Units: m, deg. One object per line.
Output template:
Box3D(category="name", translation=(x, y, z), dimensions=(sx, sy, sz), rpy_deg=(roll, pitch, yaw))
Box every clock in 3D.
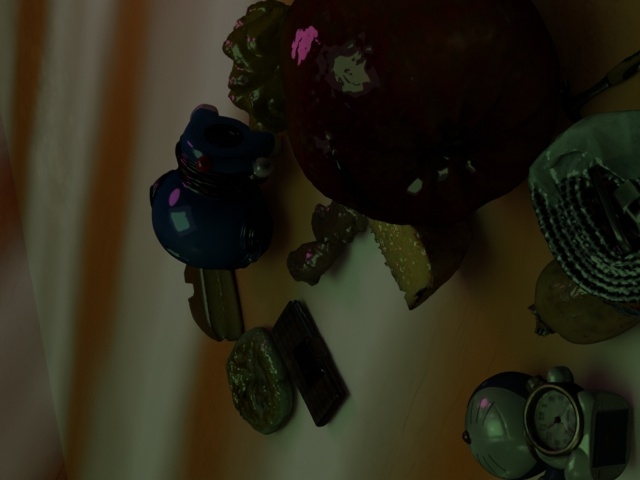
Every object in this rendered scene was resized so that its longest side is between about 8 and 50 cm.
Box3D(category="clock", translation=(0.312, 0.272, 1.564), dimensions=(0.243, 0.146, 0.200), rpy_deg=(-1, 90, 53))

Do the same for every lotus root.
Box3D(category="lotus root", translation=(0.354, 0.078, 1.485), dimensions=(0.221, 0.118, 0.125), rpy_deg=(-28, 55, 48))

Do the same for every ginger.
Box3D(category="ginger", translation=(0.001, -0.001, 2.034), dimensions=(0.122, 0.084, 0.290), rpy_deg=(61, 142, 19))

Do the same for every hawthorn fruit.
Box3D(category="hawthorn fruit", translation=(0.125, -0.227, 1.541), dimensions=(0.403, 0.402, 0.403), rpy_deg=(17, 110, 55))

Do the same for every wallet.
Box3D(category="wallet", translation=(-0.026, 0.241, 2.165), dimensions=(0.230, 0.042, 0.124), rpy_deg=(64, 145, 29))

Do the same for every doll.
Box3D(category="doll", translation=(-0.214, -0.085, 2.207), dimensions=(0.284, 0.240, 0.310), rpy_deg=(29, 131, 18))

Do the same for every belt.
Box3D(category="belt", translation=(0.379, -0.037, 1.337), dimensions=(0.207, 0.150, 0.258), rpy_deg=(-25, 64, 21))

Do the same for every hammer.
Box3D(category="hammer", translation=(0.390, -0.214, 1.454), dimensions=(0.201, 0.021, 0.078), rpy_deg=(-35, 67, 55))

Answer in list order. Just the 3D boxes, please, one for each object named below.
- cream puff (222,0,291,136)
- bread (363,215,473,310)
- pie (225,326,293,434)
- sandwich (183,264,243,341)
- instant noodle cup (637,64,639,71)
Box3D(category="cream puff", translation=(-0.058, -0.307, 1.946), dimensions=(0.196, 0.244, 0.244), rpy_deg=(-117, 36, -48))
Box3D(category="bread", translation=(0.162, -0.022, 1.743), dimensions=(0.129, 0.134, 0.260), rpy_deg=(114, 142, -54))
Box3D(category="pie", translation=(-0.130, 0.293, 2.323), dimensions=(0.240, 0.054, 0.241), rpy_deg=(22, 117, 54))
Box3D(category="sandwich", translation=(-0.240, 0.110, 2.420), dimensions=(0.088, 0.090, 0.244), rpy_deg=(-15, 83, 54))
Box3D(category="instant noodle cup", translation=(0.474, -0.151, 1.193), dimensions=(0.213, 0.213, 0.174), rpy_deg=(-25, 85, 56))
